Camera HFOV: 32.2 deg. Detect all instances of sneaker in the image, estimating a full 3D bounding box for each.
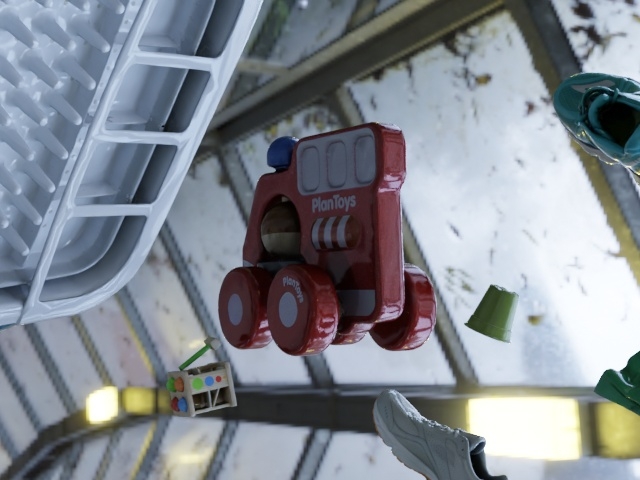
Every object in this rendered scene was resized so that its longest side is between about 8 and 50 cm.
[{"bbox_3d":[0.191,0.313,1.692,0.262,0.099,0.121,50,-66,27],"label":"sneaker"},{"bbox_3d":[0.343,-0.146,1.284,0.107,0.110,0.275,-54,-154,10],"label":"sneaker"}]

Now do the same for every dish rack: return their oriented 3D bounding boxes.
[{"bbox_3d":[-0.201,-0.070,0.602,0.072,0.333,0.285,43,-61,26],"label":"dish rack"}]

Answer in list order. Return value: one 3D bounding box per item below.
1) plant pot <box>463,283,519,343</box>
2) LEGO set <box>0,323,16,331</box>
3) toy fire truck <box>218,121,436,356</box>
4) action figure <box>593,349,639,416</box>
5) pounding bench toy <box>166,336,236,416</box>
[{"bbox_3d":[0.286,0.115,1.799,0.083,0.083,0.079,32,-78,60],"label":"plant pot"},{"bbox_3d":[-0.283,0.029,0.999,0.060,0.244,0.182,74,-5,-46],"label":"LEGO set"},{"bbox_3d":[0.000,0.000,1.282,0.302,0.169,0.253,-3,-93,58],"label":"toy fire truck"},{"bbox_3d":[0.473,0.214,1.494,0.137,0.063,0.232,-42,-164,4],"label":"action figure"},{"bbox_3d":[-0.142,0.156,1.270,0.052,0.065,0.083,-15,-95,60],"label":"pounding bench toy"}]
